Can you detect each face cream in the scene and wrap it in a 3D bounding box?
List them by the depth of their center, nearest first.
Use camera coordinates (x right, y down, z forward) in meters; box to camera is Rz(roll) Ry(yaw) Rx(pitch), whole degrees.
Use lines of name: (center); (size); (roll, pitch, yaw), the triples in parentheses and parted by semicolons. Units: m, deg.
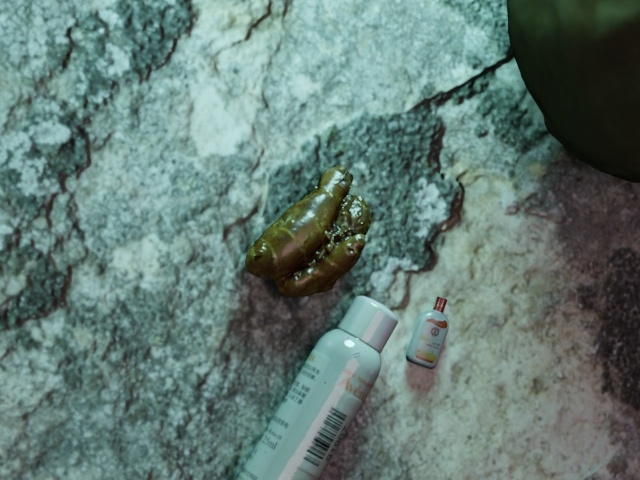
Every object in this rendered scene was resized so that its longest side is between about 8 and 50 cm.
face cream: (-0.001, 0.185, 1.358); (0.082, 0.082, 0.269); (33, 84, -15)
face cream: (0.128, 0.106, 1.425); (0.040, 0.021, 0.083); (20, 86, -17)

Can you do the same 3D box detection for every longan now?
longan: (0.401, -0.258, 1.305); (0.436, 0.404, 0.404); (-39, 103, -35)

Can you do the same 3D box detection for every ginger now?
ginger: (0.000, 0.000, 1.355); (0.103, 0.073, 0.162); (46, 79, -14)
